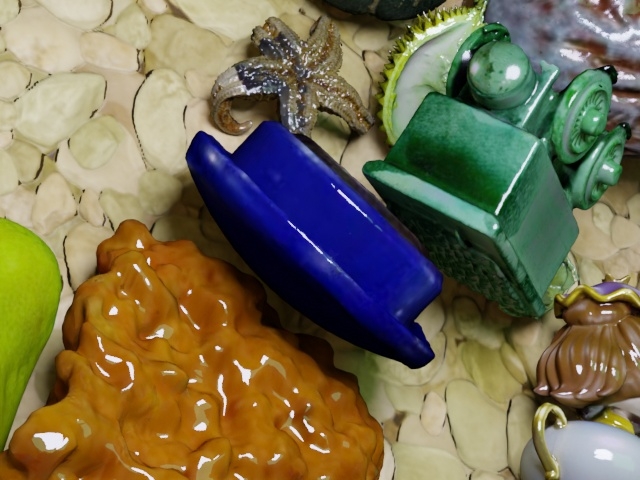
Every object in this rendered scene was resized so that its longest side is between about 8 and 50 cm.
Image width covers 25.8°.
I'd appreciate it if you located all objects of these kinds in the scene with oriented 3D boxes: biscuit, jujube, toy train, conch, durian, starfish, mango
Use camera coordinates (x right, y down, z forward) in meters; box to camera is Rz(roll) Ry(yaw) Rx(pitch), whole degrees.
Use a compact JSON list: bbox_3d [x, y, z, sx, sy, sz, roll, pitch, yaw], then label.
[{"bbox_3d":[-0.077,0.162,1.063,0.318,0.110,0.312,35,38,-17],"label":"biscuit"},{"bbox_3d":[0.303,-0.206,1.397,0.308,0.215,0.246,4,39,-14],"label":"jujube"},{"bbox_3d":[0.167,-0.066,1.229,0.145,0.266,0.202,29,82,26],"label":"toy train"},{"bbox_3d":[0.208,0.028,1.357,0.089,0.074,0.121,30,53,-6],"label":"conch"},{"bbox_3d":[0.107,-0.155,1.326,0.100,0.215,0.086,11,24,5],"label":"durian"},{"bbox_3d":[-0.012,-0.140,1.294,0.146,0.074,0.190,37,53,-8],"label":"starfish"},{"bbox_3d":[-0.296,0.089,0.968,0.185,0.149,0.273,25,53,-14],"label":"mango"}]

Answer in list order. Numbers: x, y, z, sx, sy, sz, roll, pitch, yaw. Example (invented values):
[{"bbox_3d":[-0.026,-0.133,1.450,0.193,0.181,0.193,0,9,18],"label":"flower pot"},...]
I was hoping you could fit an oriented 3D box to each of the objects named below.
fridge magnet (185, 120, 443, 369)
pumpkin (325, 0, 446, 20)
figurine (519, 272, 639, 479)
[{"bbox_3d":[0.000,0.000,1.138,0.265,0.265,0.112,42,92,-11],"label":"fridge magnet"},{"bbox_3d":[0.055,-0.300,1.351,0.190,0.146,0.190,11,67,-27],"label":"pumpkin"},{"bbox_3d":[0.265,0.157,1.295,0.189,0.142,0.263,43,54,-40],"label":"figurine"}]
